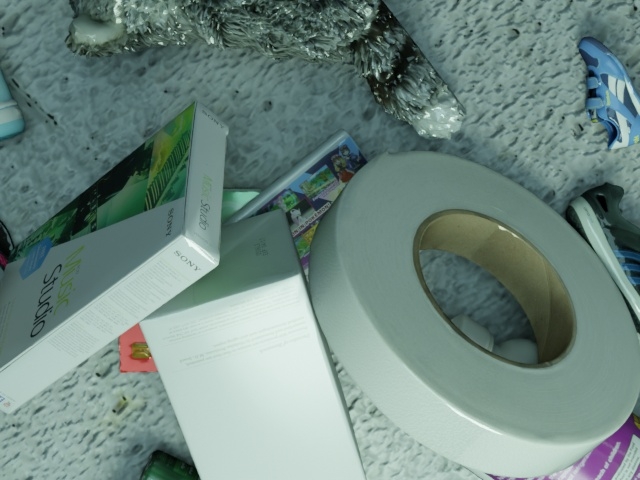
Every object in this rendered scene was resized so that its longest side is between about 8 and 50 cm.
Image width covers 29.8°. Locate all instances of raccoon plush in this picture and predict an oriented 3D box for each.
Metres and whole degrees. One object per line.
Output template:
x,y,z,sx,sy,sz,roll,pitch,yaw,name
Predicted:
-0.078,-0.215,1.347,0.299,0.216,0.446,-38,95,9,raccoon plush

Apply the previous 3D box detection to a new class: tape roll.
0.171,0.067,1.297,0.392,0.392,0.072,35,131,-4,tape roll

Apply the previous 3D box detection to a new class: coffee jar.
-0.135,0.328,1.439,0.184,0.079,0.096,22,95,-4,coffee jar

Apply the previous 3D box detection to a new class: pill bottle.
0.251,0.220,1.398,0.301,0.169,0.169,36,93,-5,pill bottle

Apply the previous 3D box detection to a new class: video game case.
0.000,0.000,1.411,0.201,0.023,0.183,-39,114,-3,video game case

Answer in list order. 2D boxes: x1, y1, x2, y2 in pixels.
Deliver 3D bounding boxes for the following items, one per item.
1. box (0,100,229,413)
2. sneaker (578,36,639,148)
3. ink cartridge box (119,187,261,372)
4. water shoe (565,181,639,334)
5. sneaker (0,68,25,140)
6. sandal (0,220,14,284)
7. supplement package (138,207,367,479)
-0.232,0.016,1.285,0.322,0.232,0.058,-34,123,24,box
0.339,-0.174,1.428,0.059,0.053,0.144,-30,94,3,sneaker
-0.158,0.049,1.431,0.180,0.056,0.225,-1,93,-1,ink cartridge box
0.374,0.026,1.435,0.080,0.073,0.203,-32,96,-3,water shoe
-0.516,-0.181,1.368,0.319,0.127,0.208,-15,97,-10,sneaker
-0.390,0.043,1.427,0.067,0.040,0.179,-19,95,0,sandal
-0.074,0.147,1.335,0.175,0.177,0.293,-17,115,0,supplement package
